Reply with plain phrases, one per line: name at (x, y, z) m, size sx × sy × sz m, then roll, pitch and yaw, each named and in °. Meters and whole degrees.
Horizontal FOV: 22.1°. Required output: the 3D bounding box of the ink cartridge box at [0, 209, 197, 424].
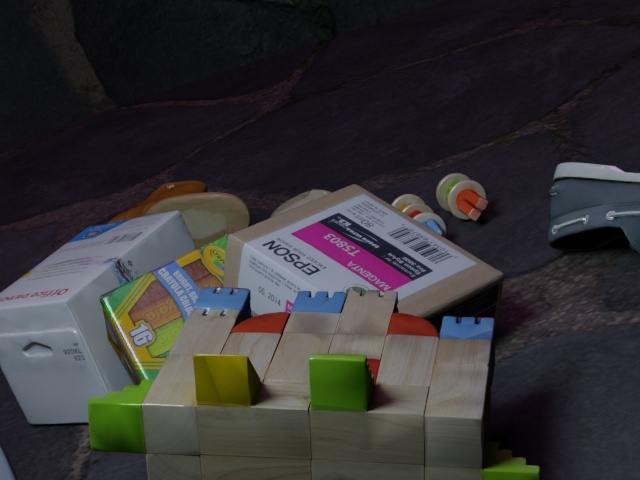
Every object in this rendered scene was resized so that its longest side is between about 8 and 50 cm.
ink cartridge box at (-0.266, 0.096, 2.011) m, size 0.171 × 0.168 × 0.232 m, roll -8°, pitch 22°, yaw 39°

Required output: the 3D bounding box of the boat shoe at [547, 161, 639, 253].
boat shoe at (0.370, -0.016, 1.760) m, size 0.319 × 0.116 × 0.099 m, roll 12°, pitch 81°, yaw 50°

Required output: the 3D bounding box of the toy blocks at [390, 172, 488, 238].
toy blocks at (0.159, -0.032, 2.069) m, size 0.123 × 0.054 × 0.148 m, roll -24°, pitch 18°, yaw -4°

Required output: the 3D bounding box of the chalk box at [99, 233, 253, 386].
chalk box at (-0.122, 0.092, 1.840) m, size 0.213 × 0.132 × 0.132 m, roll -27°, pitch -20°, yaw -13°

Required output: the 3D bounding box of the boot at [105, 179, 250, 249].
boot at (-0.204, -0.045, 2.460) m, size 0.295 × 0.104 × 0.211 m, roll -18°, pitch 18°, yaw 27°

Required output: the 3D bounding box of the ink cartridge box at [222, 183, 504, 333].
ink cartridge box at (0.044, 0.047, 1.731) m, size 0.193 × 0.088 × 0.234 m, roll -23°, pitch 42°, yaw -39°

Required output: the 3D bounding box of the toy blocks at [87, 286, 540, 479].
toy blocks at (0.012, 0.133, 1.487) m, size 0.381 × 0.191 × 0.261 m, roll 2°, pitch 23°, yaw 9°

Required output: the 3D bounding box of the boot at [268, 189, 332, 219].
boot at (0.000, 0.000, 2.110) m, size 0.262 × 0.095 × 0.203 m, roll -14°, pitch 18°, yaw 36°

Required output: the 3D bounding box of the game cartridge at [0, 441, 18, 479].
game cartridge at (-0.385, 0.247, 1.537) m, size 0.198 × 0.297 × 0.062 m, roll -24°, pitch -6°, yaw -14°
